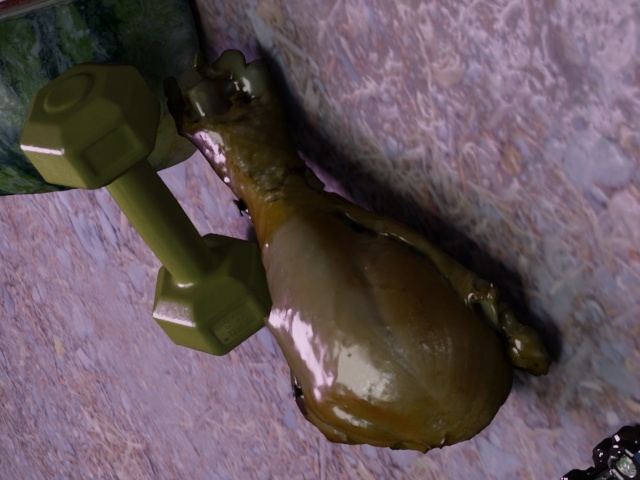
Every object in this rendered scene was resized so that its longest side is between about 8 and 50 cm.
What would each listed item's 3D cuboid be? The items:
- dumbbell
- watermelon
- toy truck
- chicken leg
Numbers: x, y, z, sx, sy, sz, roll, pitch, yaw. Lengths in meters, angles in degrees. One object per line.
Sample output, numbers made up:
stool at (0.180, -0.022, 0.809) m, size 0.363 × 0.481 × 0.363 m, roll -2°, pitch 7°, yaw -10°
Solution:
dumbbell at (-0.147, -0.024, 1.415) m, size 0.302 × 0.121 × 0.108 m, roll 58°, pitch 175°, yaw -37°
watermelon at (-0.242, -0.167, 1.488) m, size 0.201 × 0.262 × 0.212 m, roll -106°, pitch 3°, yaw -57°
toy truck at (0.216, 0.178, 1.089) m, size 0.088 × 0.074 × 0.201 m, roll 53°, pitch 153°, yaw 10°
chicken leg at (0.000, 0.000, 1.266) m, size 0.429 × 0.153 × 0.201 m, roll 56°, pitch 141°, yaw 31°
